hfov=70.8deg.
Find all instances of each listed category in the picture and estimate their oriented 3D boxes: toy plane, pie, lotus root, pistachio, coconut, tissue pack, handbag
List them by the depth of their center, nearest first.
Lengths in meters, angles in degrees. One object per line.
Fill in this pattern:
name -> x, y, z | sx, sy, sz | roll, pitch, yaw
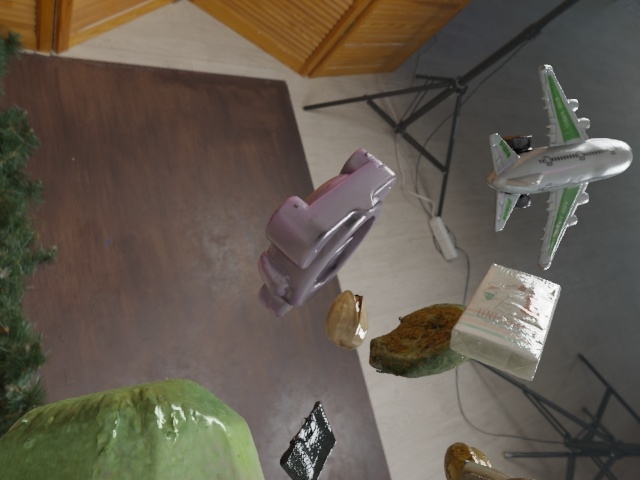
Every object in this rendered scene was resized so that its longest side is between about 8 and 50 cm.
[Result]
coconut -> -0.139, 0.224, 0.317 | 0.235, 0.204, 0.236 | 12, 65, -26
tissue pack -> 0.136, 0.054, 0.326 | 0.108, 0.056, 0.023 | -33, 135, -49
toy plane -> 0.310, -0.098, 0.593 | 0.255, 0.101, 0.251 | -15, 107, -25
lotus root -> 0.370, 0.583, 1.095 | 0.125, 0.221, 0.118 | 9, 105, -2
pie -> 0.257, 0.244, 1.113 | 0.302, 0.302, 0.067 | -32, 102, -36
handbag -> -0.041, 0.702, 1.542 | 0.270, 0.088, 0.175 | -49, 126, -49
pistachio -> 0.097, 0.275, 1.578 | 0.157, 0.157, 0.229 | 33, 42, -18

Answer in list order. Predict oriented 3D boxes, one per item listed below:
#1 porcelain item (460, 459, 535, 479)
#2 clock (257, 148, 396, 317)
porcelain item -> 0.336, 0.411, 0.720 | 0.084, 0.213, 0.054 | 31, 66, -37
clock -> 0.000, 0.000, 0.892 | 0.113, 0.322, 0.295 | 40, 51, 11
